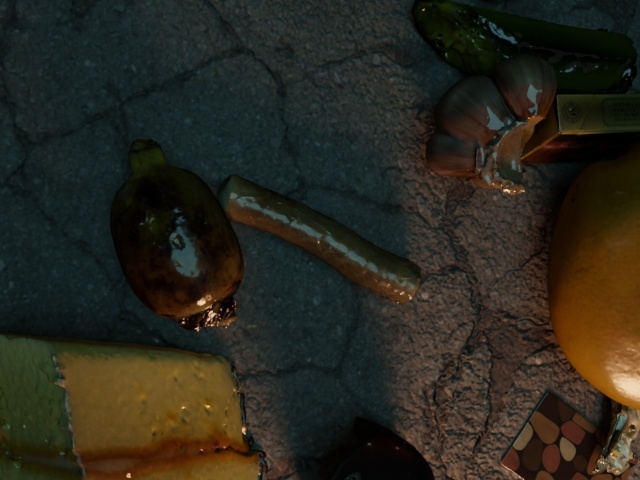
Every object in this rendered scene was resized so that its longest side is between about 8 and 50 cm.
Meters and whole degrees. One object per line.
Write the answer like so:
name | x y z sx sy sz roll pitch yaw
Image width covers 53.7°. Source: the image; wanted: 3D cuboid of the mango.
mango | 0.527 0.058 1.024 0.300 0.232 0.445 4 102 15

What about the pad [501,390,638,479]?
pad | 0.452 0.398 1.138 0.235 0.003 0.158 37 83 -10

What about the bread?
bread | -0.287 0.302 0.942 0.405 0.242 0.345 7 81 -54

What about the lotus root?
lotus root | -0.213 0.000 0.920 0.170 0.141 0.314 -24 95 -8

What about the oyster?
oyster | 0.538 0.331 1.138 0.106 0.061 0.199 36 80 -33

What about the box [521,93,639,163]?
box | 0.458 -0.184 1.052 0.240 0.159 0.071 -4 81 -13

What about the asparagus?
asparagus | 0.335 -0.317 1.057 0.382 0.108 0.128 8 90 -10

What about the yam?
yam | 0.000 0.000 1.002 0.357 0.081 0.081 25 85 -10

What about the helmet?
helmet | 0.082 0.391 0.976 0.189 0.193 0.216 -57 143 -5

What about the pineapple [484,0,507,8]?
pineapple | 0.360 -0.482 1.071 0.221 0.083 0.103 -34 85 -10

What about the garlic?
garlic | 0.257 -0.189 0.993 0.160 0.191 0.213 5 111 -12
